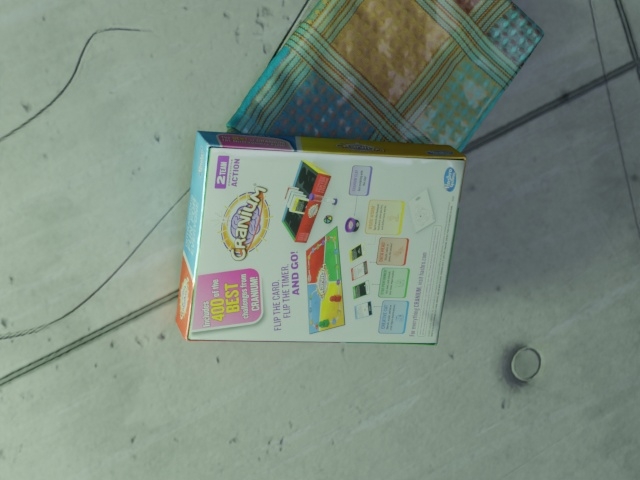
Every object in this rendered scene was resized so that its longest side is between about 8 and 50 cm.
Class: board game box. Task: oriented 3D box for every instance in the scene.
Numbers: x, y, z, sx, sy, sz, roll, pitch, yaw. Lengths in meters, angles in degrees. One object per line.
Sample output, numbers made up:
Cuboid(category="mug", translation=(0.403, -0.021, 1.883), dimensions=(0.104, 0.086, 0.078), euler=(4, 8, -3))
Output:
Cuboid(category="board game box", translation=(0.000, 0.000, 1.945), dimensions=(0.316, 0.064, 0.242), euler=(3, 108, -18))

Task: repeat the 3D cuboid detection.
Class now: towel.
Cuboid(category="towel", translation=(0.082, -0.191, 2.000), dimensions=(0.271, 0.040, 0.370), euler=(40, 82, -25))
